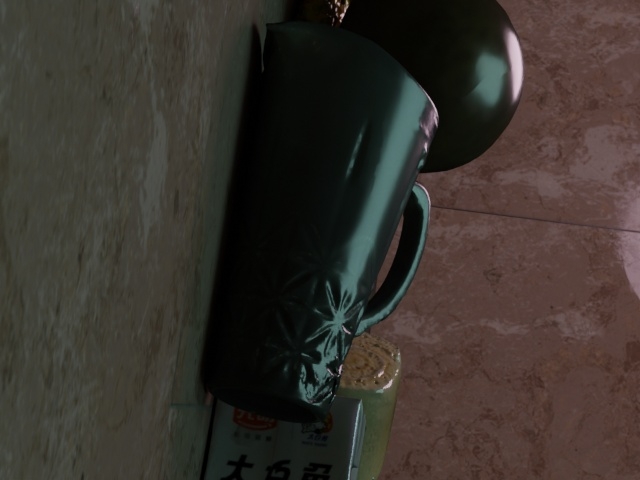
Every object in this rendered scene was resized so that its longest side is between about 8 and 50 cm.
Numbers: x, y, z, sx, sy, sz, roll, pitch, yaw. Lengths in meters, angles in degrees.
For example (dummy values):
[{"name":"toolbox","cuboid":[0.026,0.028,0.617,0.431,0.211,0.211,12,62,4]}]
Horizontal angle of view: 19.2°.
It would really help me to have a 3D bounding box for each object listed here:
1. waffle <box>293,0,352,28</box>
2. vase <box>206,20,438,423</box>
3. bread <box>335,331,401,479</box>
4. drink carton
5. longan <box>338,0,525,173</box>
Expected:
[{"name":"waffle","cuboid":[-0.002,-0.154,1.887,0.254,0.052,0.245,86,13,-59]},{"name":"vase","cuboid":[0.000,0.000,1.577,0.251,0.156,0.301,33,65,-44]},{"name":"bread","cuboid":[0.018,0.190,2.139,0.148,0.134,0.141,-45,148,-63]},{"name":"drink carton","cuboid":[-0.045,0.282,1.587,0.106,0.130,0.315,87,12,-71]},{"name":"longan","cuboid":[0.103,-0.162,1.802,0.198,0.198,0.212,-78,165,-44]}]
